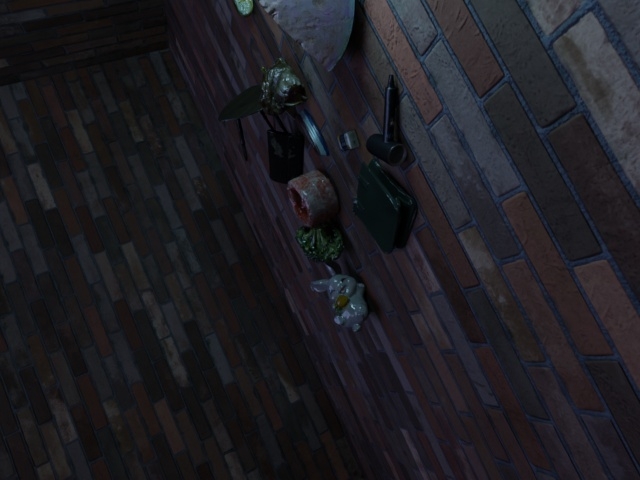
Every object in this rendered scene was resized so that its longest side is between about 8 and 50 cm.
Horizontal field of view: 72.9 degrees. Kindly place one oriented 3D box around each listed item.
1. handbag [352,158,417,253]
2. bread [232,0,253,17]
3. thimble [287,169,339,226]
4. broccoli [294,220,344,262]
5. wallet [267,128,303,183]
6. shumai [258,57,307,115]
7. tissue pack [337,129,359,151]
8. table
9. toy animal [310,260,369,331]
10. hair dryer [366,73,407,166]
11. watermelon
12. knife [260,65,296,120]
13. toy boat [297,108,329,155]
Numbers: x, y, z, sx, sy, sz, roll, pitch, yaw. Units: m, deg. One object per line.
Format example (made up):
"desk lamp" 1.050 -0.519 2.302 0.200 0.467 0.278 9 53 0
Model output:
"handbag" 0.204 -0.113 1.469 0.260 0.079 0.248 55 157 33
"bread" -0.340 -1.025 1.874 0.157 0.083 0.094 61 163 23
"thimble" -0.033 -0.183 1.894 0.239 0.162 0.239 54 160 30
"broccoli" 0.002 0.003 1.954 0.176 0.198 0.226 59 171 -19
"wallet" -0.167 -0.383 2.048 0.321 0.170 0.044 96 -169 -56
"shumai" -0.130 -0.608 1.749 0.185 0.218 0.184 17 146 14
"tissue pack" 0.097 -0.352 1.533 0.083 0.042 0.062 10 118 67
"table" -0.264 -0.545 2.036 0.317 0.317 0.249 44 163 48
"toy animal" 0.101 0.253 1.965 0.325 0.208 0.154 41 -170 32
"hair dryer" 0.194 -0.356 1.269 0.128 0.069 0.256 43 142 50
"watermelon" -0.023 -0.716 1.250 0.292 0.319 0.222 -53 19 26
"knife" -0.179 -0.626 1.857 0.256 0.046 0.022 52 178 -25
"toy boat" -0.032 -0.436 1.783 0.229 0.045 0.080 64 158 15
